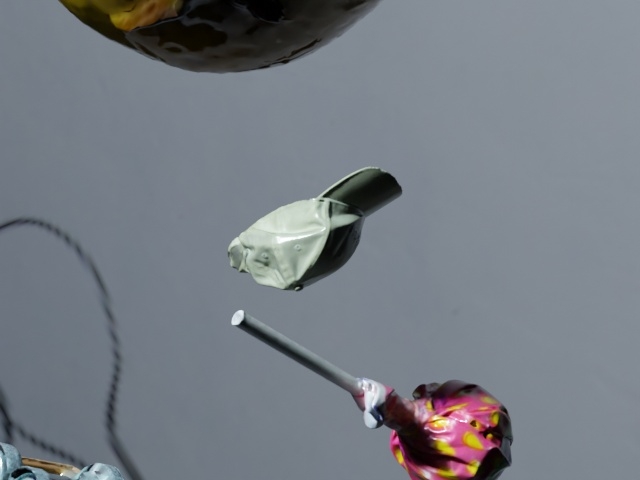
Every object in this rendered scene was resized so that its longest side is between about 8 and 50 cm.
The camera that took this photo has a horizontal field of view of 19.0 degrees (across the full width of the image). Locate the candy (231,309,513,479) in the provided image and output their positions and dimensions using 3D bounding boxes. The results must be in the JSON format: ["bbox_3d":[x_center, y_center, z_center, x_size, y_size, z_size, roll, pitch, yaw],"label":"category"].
[{"bbox_3d":[0.049,0.147,1.846,0.124,0.124,0.365,-29,134,33],"label":"candy"}]

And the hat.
[{"bbox_3d":[0.002,-0.006,1.801,0.081,0.166,0.122,60,166,9],"label":"hat"}]

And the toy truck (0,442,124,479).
[{"bbox_3d":[-0.171,0.290,1.456,0.338,0.133,0.184,26,97,47],"label":"toy truck"}]

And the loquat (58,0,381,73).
[{"bbox_3d":[-0.064,-0.302,1.397,0.328,0.359,0.328,4,139,3],"label":"loquat"}]
